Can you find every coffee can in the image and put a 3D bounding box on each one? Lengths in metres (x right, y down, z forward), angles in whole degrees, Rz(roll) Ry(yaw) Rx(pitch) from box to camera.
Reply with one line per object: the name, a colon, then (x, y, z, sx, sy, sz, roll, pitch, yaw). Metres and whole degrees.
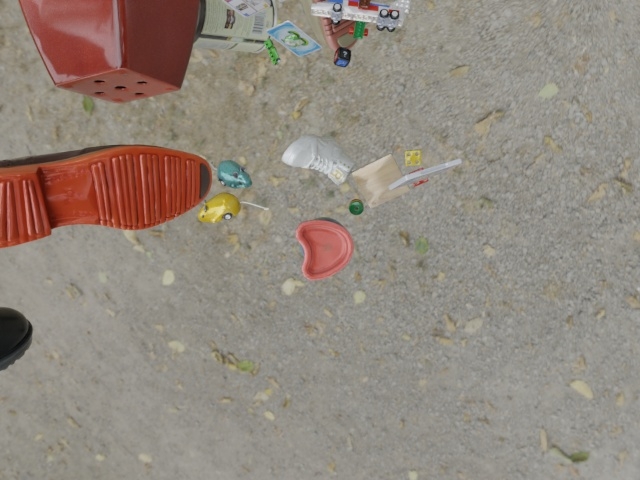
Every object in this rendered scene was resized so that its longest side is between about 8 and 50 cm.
coffee can: (-0.291, -0.652, 1.560, 0.202, 0.275, 0.201, 13, 109, 42)

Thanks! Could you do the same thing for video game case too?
video game case: (0.202, -0.128, 1.054, 0.087, 0.122, 0.011, 153, 98, -74)

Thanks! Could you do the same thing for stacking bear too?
stacking bear: (0.000, 0.000, 1.688, 0.165, 0.289, 0.175, -10, 100, -6)

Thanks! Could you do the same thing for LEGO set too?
LEGO set: (-0.002, -0.320, 0.731, 0.183, 0.244, 0.060, -5, 72, 40)

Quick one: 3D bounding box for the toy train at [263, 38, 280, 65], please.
toy train: (-0.125, -0.494, 1.426, 0.024, 0.017, 0.083, -30, 70, 19)

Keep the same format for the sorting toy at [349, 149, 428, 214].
sorting toy: (0.190, -0.189, 1.641, 0.275, 0.046, 0.132, -25, 113, 17)

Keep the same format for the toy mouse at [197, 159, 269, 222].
toy mouse: (-0.162, -0.084, 0.803, 0.161, 0.143, 0.031, -14, 137, 3)

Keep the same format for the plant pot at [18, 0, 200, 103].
plant pot: (-0.416, -0.423, 1.101, 0.267, 0.267, 0.235, -5, 89, 23)

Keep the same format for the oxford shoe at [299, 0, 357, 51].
oxford shoe: (-0.030, -0.483, 0.815, 0.147, 0.140, 0.396, 13, 131, 39)

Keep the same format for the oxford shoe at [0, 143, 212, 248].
oxford shoe: (-0.251, -0.065, 0.586, 0.098, 0.272, 0.096, 33, 123, 44)

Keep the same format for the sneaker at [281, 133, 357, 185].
sneaker: (0.015, -0.256, 1.765, 0.169, 0.293, 0.108, 47, 124, 15)

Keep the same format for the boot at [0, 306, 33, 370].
boot: (-0.651, 0.044, 0.875, 0.146, 0.367, 0.444, 26, 117, 26)
